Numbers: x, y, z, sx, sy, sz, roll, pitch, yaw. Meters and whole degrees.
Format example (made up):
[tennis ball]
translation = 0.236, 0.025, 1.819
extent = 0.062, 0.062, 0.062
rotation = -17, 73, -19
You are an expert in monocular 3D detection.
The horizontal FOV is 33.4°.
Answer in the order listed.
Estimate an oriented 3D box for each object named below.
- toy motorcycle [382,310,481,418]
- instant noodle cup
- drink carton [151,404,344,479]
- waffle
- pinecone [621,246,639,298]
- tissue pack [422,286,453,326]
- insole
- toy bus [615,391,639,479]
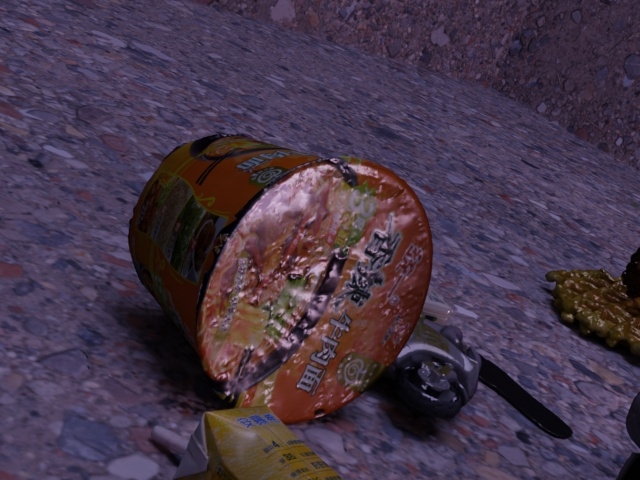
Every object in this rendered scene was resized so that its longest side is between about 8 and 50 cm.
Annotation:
[toy motorcycle]
translation = 0.089, 0.103, 1.045
extent = 0.152, 0.073, 0.225
rotation = 11, 23, -40
[instant noodle cup]
translation = -0.047, 0.014, 0.912
extent = 0.230, 0.230, 0.182
rotation = 9, 15, -39
[drink carton]
translation = -0.039, 0.161, 0.708
extent = 0.200, 0.074, 0.084
rotation = 37, 21, 32
[waffle]
translation = 0.437, 0.107, 1.509
extent = 0.237, 0.059, 0.243
rotation = 19, 19, -13
[pinecone]
translation = 0.480, 0.059, 1.491
extent = 0.109, 0.102, 0.102
rotation = 48, 16, -7
[tissue pack]
translation = 0.097, 0.071, 1.195
extent = 0.083, 0.042, 0.062
rotation = 15, 21, -26
[insole]
translation = 0.194, 0.154, 1.141
extent = 0.064, 0.004, 0.188
rotation = 4, 26, -46
[toy bus]
translation = 0.467, 0.115, 0.891
extent = 0.249, 0.440, 0.209
rotation = 18, 18, -24
